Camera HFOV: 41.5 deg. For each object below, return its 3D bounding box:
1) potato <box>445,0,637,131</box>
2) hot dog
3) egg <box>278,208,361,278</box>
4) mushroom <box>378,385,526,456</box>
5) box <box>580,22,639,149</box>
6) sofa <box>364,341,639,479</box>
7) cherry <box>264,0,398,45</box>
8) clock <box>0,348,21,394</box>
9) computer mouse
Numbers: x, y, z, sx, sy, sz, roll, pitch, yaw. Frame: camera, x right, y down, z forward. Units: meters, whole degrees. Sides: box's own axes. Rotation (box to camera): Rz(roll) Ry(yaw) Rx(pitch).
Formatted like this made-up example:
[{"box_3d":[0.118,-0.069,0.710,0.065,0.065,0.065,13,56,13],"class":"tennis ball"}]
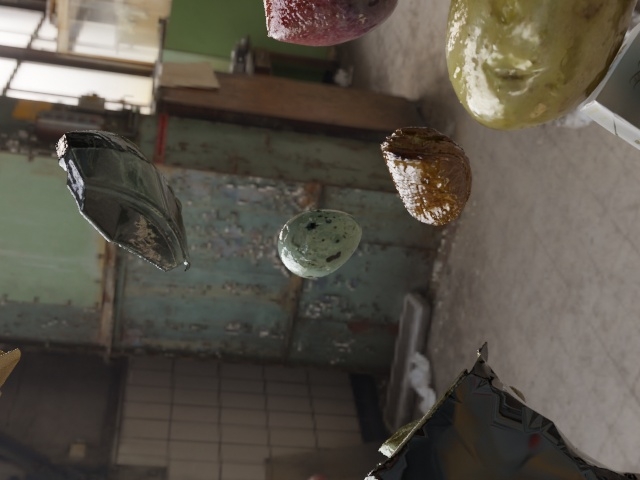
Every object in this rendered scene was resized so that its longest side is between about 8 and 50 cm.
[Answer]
[{"box_3d":[0.244,-0.241,0.981,0.285,0.242,0.243,-62,-17,-69],"class":"potato"},{"box_3d":[0.240,-0.148,1.909,0.272,0.196,0.122,55,-129,-49],"class":"hot dog"},{"box_3d":[0.000,0.000,1.592,0.131,0.164,0.131,60,173,13],"class":"egg"},{"box_3d":[0.195,0.288,1.241,0.087,0.333,0.107,34,116,33],"class":"mushroom"},{"box_3d":[0.526,-0.191,1.233,0.155,0.243,0.067,-55,-1,-6],"class":"box"},{"box_3d":[0.194,0.266,0.859,0.200,0.258,0.182,-44,-29,-22],"class":"sofa"},{"box_3d":[0.010,-0.452,1.458,0.239,0.239,0.206,113,163,-57],"class":"cherry"},{"box_3d":[-0.775,0.264,1.720,0.200,0.244,0.317,-58,6,-6],"class":"clock"},{"box_3d":[-0.193,-0.049,0.904,0.126,0.071,0.231,60,-172,30],"class":"computer mouse"}]
